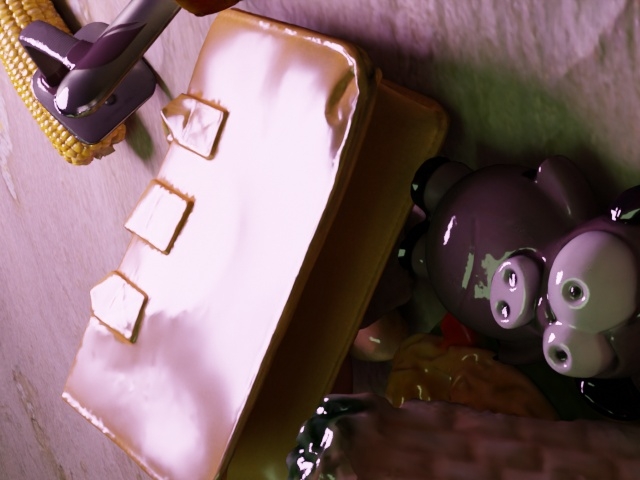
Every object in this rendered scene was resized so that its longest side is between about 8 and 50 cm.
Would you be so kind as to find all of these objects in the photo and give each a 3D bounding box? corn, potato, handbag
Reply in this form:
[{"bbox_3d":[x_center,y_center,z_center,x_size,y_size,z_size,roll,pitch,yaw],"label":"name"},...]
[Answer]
[{"bbox_3d":[-0.318,-0.202,1.550,0.244,0.093,0.093,58,151,1],"label":"corn"},{"bbox_3d":[0.052,0.088,1.294,0.083,0.062,0.068,-32,60,39],"label":"potato"},{"bbox_3d":[-0.068,0.011,1.154,0.283,0.133,0.401,27,99,44],"label":"handbag"}]

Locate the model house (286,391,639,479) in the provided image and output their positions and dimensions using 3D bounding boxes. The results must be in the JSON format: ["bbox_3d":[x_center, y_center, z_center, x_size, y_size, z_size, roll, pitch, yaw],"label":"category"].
[{"bbox_3d":[0.130,0.403,0.921,0.395,0.400,0.445,9,122,-1],"label":"model house"}]

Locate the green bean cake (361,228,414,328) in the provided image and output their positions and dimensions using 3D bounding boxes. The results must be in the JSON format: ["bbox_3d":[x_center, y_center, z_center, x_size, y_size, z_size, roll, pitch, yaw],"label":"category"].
[{"bbox_3d":[0.000,0.000,1.263,0.179,0.085,0.109,29,141,43],"label":"green bean cake"}]

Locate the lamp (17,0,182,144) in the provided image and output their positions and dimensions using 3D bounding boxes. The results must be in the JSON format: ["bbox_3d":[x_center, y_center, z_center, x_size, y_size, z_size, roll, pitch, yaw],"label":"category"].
[{"bbox_3d":[-0.209,-0.209,1.348,0.124,0.203,0.283,48,172,-3],"label":"lamp"}]

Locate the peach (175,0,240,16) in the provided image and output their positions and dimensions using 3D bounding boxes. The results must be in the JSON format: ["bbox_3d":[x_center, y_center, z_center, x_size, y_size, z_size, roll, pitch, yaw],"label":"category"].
[{"bbox_3d":[-0.110,-0.298,0.963,0.248,0.275,0.245,18,105,-2],"label":"peach"}]

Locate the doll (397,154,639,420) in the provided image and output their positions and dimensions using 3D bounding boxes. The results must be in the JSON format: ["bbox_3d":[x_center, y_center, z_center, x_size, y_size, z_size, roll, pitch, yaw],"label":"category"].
[{"bbox_3d":[0.169,0.019,0.985,0.257,0.117,0.182,32,123,45],"label":"doll"}]

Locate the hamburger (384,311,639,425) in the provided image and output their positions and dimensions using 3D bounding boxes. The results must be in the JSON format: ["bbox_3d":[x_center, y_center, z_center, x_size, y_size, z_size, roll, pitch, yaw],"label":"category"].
[{"bbox_3d":[0.148,0.157,1.125,0.237,0.149,0.237,39,148,31],"label":"hamburger"}]

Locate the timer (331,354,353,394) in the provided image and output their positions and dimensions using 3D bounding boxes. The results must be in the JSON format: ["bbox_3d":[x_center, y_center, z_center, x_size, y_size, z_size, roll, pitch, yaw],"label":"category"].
[{"bbox_3d":[-0.079,0.143,1.364,0.230,0.229,0.215,63,-179,-10],"label":"timer"}]
